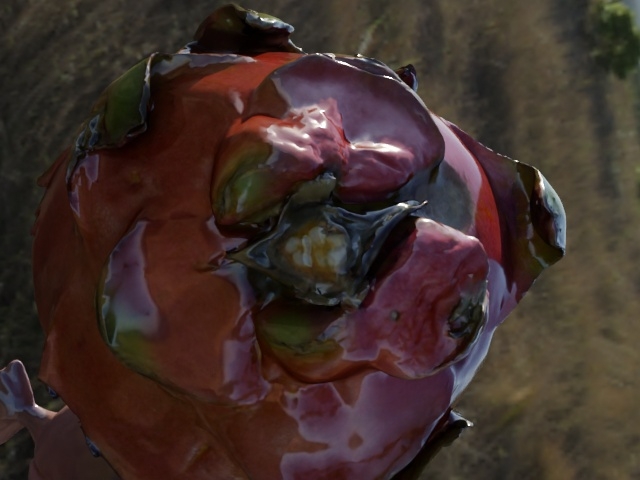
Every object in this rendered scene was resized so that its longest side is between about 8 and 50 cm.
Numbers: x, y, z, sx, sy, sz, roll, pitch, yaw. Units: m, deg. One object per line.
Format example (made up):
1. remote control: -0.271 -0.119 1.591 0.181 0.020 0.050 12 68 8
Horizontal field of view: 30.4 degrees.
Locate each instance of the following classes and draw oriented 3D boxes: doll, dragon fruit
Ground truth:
1. doll: -0.133 0.179 0.846 0.211 0.262 0.093 -64 173 8
2. dragon fruit: 0.000 0.000 0.668 0.305 0.226 0.305 20 51 -26
